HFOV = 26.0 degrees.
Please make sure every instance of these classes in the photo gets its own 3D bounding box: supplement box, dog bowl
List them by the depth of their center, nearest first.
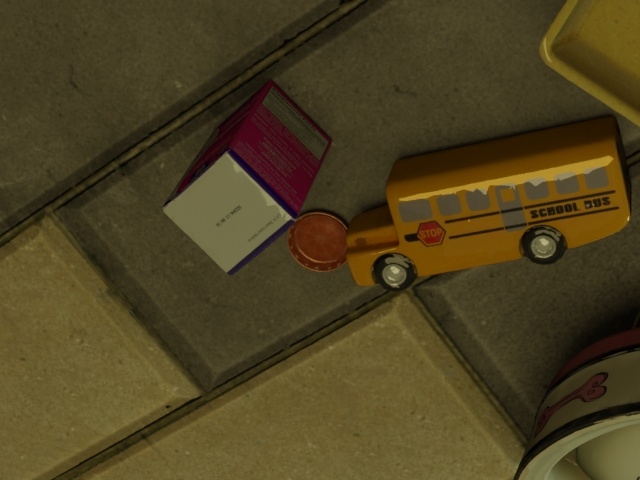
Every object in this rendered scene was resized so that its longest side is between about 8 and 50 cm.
[{"bbox_3d":[-0.078,-0.076,1.589,0.111,0.220,0.114,-39,102,26],"label":"supplement box"},{"bbox_3d":[0.433,0.257,1.637,0.408,0.150,0.408,6,139,5],"label":"dog bowl"}]

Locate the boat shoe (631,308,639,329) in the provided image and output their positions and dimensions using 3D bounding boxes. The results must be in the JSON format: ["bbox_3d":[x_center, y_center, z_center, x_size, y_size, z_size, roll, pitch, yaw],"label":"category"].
[{"bbox_3d":[0.425,0.095,1.640,0.095,0.095,0.257,12,119,6],"label":"boat shoe"}]

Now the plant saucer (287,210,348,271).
[{"bbox_3d":[0.000,0.000,1.729,0.084,0.013,0.083,5,118,9],"label":"plant saucer"}]

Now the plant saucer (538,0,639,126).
[{"bbox_3d":[0.420,-0.245,1.403,0.333,0.081,0.332,31,95,-17],"label":"plant saucer"}]

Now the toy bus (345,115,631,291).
[{"bbox_3d":[0.190,-0.040,1.613,0.333,0.108,0.130,-11,114,17],"label":"toy bus"}]
